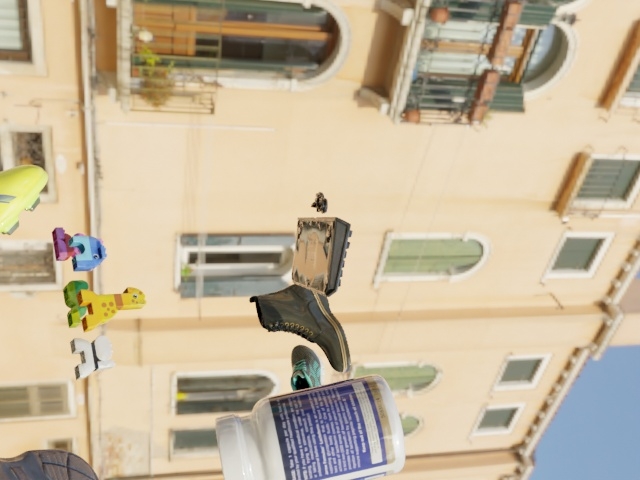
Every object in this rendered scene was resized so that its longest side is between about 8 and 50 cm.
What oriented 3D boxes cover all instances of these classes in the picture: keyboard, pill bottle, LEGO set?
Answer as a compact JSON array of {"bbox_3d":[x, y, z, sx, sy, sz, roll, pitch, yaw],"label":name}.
[{"bbox_3d":[0.000,0.000,0.790,0.180,0.023,0.108,-173,-90,-75],"label":"keyboard"},{"bbox_3d":[-0.018,0.301,1.100,0.153,0.265,0.153,170,-90,-81],"label":"pill bottle"},{"bbox_3d":[-0.310,0.074,1.046,0.087,0.093,0.227,-35,-116,46],"label":"LEGO set"}]

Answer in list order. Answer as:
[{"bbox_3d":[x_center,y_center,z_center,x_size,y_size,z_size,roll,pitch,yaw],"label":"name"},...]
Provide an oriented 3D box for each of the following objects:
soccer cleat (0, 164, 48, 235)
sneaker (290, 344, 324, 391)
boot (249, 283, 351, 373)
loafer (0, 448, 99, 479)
[{"bbox_3d":[-0.466,-0.020,0.868,0.121,0.289,0.093,59,-4,-21],"label":"soccer cleat"},{"bbox_3d":[-0.029,0.259,1.391,0.076,0.065,0.166,50,13,-44],"label":"sneaker"},{"bbox_3d":[-0.038,0.171,1.345,0.198,0.137,0.077,61,-27,32],"label":"boot"},{"bbox_3d":[-0.369,0.282,0.780,0.095,0.302,0.109,-48,-122,6],"label":"loafer"}]
